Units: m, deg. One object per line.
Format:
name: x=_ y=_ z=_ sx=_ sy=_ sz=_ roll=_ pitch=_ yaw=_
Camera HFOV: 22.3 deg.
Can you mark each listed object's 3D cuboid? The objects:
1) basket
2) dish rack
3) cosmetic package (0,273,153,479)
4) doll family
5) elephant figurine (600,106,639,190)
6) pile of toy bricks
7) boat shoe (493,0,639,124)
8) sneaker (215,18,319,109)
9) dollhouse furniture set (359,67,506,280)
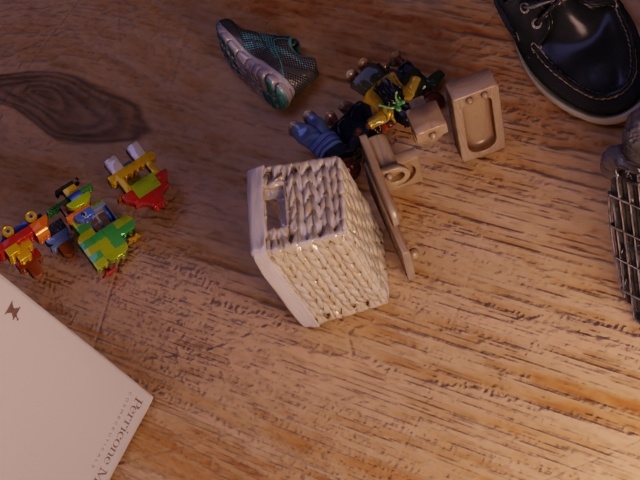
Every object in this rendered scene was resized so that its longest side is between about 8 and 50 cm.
basket: x=0.000 y=0.000 z=1.680 sx=0.103 sy=0.167 sz=0.113 roll=-13 pitch=56 yaw=13
dish rack: x=0.372 y=0.034 z=1.440 sx=0.074 sy=0.208 sz=0.271 roll=-31 pitch=37 yaw=-27
cosmetic package: x=-0.360 y=0.153 z=1.637 sx=0.156 sy=0.385 sz=0.217 roll=16 pitch=72 yaw=35
doll family: x=0.054 y=-0.133 z=1.793 sx=0.193 sy=0.076 sz=0.111 roll=-45 pitch=55 yaw=4
elephant figurine: x=0.387 y=-0.125 z=1.565 sx=0.186 sy=0.169 sz=0.239 roll=34 pitch=62 yaw=10
pile of toy bricks: x=-0.263 y=-0.007 z=1.878 sx=0.212 sy=0.118 sz=0.105 roll=-34 pitch=78 yaw=-15
boat shoe: x=0.248 y=-0.269 z=1.740 sx=0.127 sy=0.113 sz=0.340 roll=-26 pitch=53 yaw=11
sneaker: x=-0.062 y=-0.219 z=1.921 sx=0.076 sy=0.065 sz=0.166 roll=-33 pitch=53 yaw=-15
dollhouse furniture set: x=0.132 y=-0.067 z=1.678 sx=0.151 sy=0.144 sz=0.123 roll=-20 pitch=57 yaw=-1
